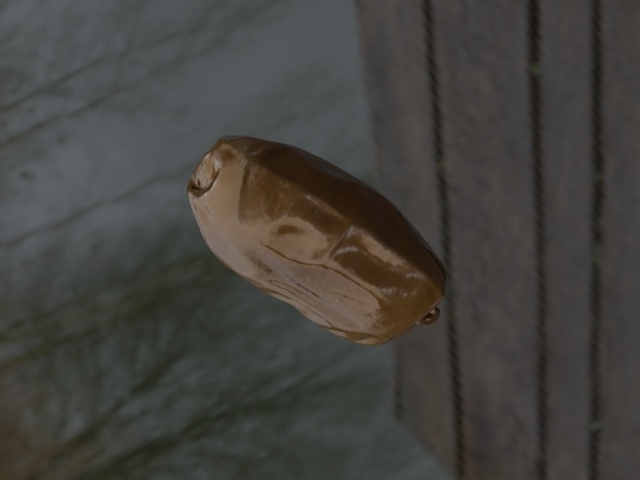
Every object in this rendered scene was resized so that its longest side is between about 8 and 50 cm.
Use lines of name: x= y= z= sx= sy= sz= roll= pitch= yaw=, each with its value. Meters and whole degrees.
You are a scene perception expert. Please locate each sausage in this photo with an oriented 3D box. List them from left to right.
sausage: x=0.000 y=0.000 z=1.636 sx=0.241 sy=0.120 sz=0.136 roll=33 pitch=180 yaw=-23
